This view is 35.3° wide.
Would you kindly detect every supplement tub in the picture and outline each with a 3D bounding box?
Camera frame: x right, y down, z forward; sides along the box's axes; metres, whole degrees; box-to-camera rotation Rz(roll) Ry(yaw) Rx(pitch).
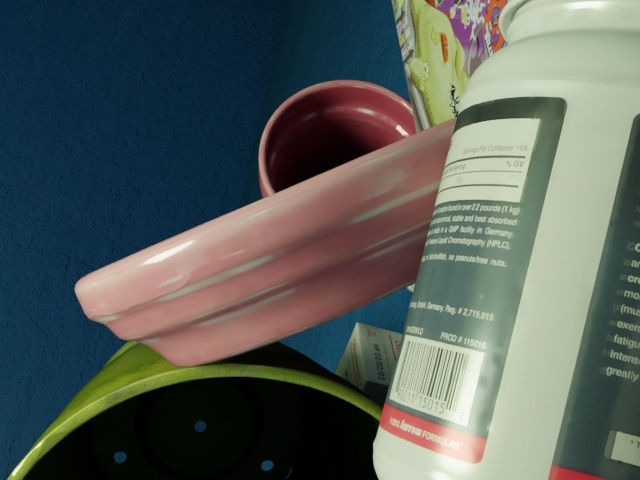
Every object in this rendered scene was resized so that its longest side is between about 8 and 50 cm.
[{"bbox_3d":[0.145,0.015,0.496,0.191,0.191,0.272,174,111,-77],"label":"supplement tub"}]

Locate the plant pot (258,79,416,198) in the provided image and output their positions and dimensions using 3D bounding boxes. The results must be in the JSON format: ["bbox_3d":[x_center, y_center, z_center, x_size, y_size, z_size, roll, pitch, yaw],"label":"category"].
[{"bbox_3d":[0.031,-0.056,1.167,0.180,0.201,0.201,92,-172,-67],"label":"plant pot"}]

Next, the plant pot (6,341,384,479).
[{"bbox_3d":[-0.095,0.225,0.889,0.353,0.366,0.366,-127,54,-74],"label":"plant pot"}]

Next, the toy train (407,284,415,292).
[{"bbox_3d":[0.121,-0.040,0.971,0.105,0.080,0.184,-31,42,60],"label":"toy train"}]

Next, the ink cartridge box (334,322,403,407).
[{"bbox_3d":[0.052,0.161,1.049,0.104,0.061,0.181,-99,27,-60],"label":"ink cartridge box"}]

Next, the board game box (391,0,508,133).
[{"bbox_3d":[0.132,-0.133,0.826,0.208,0.056,0.347,140,124,-63],"label":"board game box"}]

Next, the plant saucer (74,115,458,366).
[{"bbox_3d":[0.000,0.000,0.697,0.084,0.332,0.332,67,167,-3],"label":"plant saucer"}]
